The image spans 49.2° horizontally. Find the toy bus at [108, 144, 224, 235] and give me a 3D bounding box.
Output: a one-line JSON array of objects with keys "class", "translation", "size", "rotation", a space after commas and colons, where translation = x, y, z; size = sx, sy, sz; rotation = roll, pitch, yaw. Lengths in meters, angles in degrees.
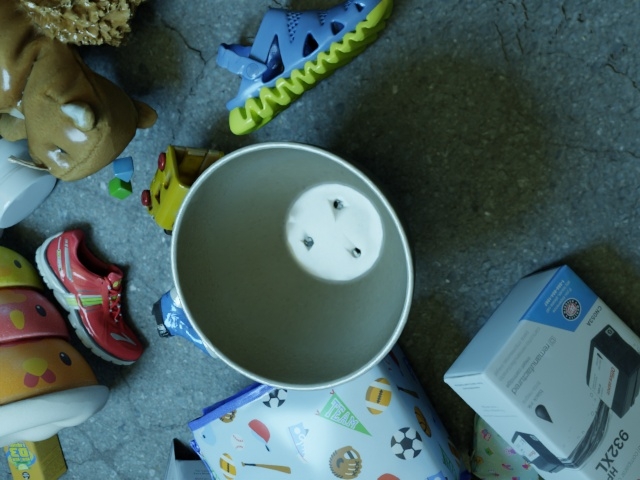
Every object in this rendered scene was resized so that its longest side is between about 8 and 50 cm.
[{"class": "toy bus", "translation": [-0.221, -0.061, 1.123], "size": [0.191, 0.202, 0.104], "rotation": [-21, 61, 10]}]

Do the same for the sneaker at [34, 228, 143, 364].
[{"class": "sneaker", "translation": [-0.402, 0.104, 1.277], "size": [0.118, 0.107, 0.279], "rotation": [-31, 102, 7]}]

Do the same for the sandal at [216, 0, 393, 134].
[{"class": "sandal", "translation": [-0.039, -0.290, 1.040], "size": [0.317, 0.126, 0.138], "rotation": [-31, 94, 20]}]

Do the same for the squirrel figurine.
[{"class": "squirrel figurine", "translation": [-0.410, -0.293, 1.035], "size": [0.370, 0.281, 0.397], "rotation": [37, 104, 13]}]

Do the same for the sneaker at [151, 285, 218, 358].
[{"class": "sneaker", "translation": [-0.246, 0.163, 1.273], "size": [0.084, 0.058, 0.152], "rotation": [-35, 92, 16]}]

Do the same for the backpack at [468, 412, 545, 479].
[{"class": "backpack", "translation": [0.316, 0.330, 1.151], "size": [0.152, 0.115, 0.182], "rotation": [2, 106, 17]}]

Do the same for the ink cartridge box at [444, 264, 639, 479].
[{"class": "ink cartridge box", "translation": [0.376, 0.225, 1.034], "size": [0.307, 0.129, 0.223], "rotation": [45, 69, -3]}]

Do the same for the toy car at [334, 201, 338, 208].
[{"class": "toy car", "translation": [0.000, 0.000, 1.159], "size": [0.239, 0.053, 0.225], "rotation": [0, 108, 16]}]

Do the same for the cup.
[{"class": "cup", "translation": [-0.011, 0.012, 1.000], "size": [0.331, 0.237, 0.331], "rotation": [4, 105, 16]}]

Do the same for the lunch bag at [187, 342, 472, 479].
[{"class": "lunch bag", "translation": [0.003, 0.354, 1.152], "size": [0.385, 0.239, 0.328], "rotation": [-32, 82, 14]}]

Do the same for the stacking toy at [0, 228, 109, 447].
[{"class": "stacking toy", "translation": [-0.601, 0.129, 1.237], "size": [0.350, 0.350, 0.480], "rotation": [-23, 78, 20]}]

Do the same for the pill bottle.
[{"class": "pill bottle", "translation": [-0.607, -0.162, 1.208], "size": [0.278, 0.162, 0.162], "rotation": [43, 113, -1]}]

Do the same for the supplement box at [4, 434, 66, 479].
[{"class": "supplement box", "translation": [-0.600, 0.394, 1.435], "size": [0.078, 0.080, 0.233], "rotation": [-5, 108, 17]}]

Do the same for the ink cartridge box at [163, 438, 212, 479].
[{"class": "ink cartridge box", "translation": [-0.241, 0.586, 1.350], "size": [0.130, 0.272, 0.309], "rotation": [8, 113, -21]}]
